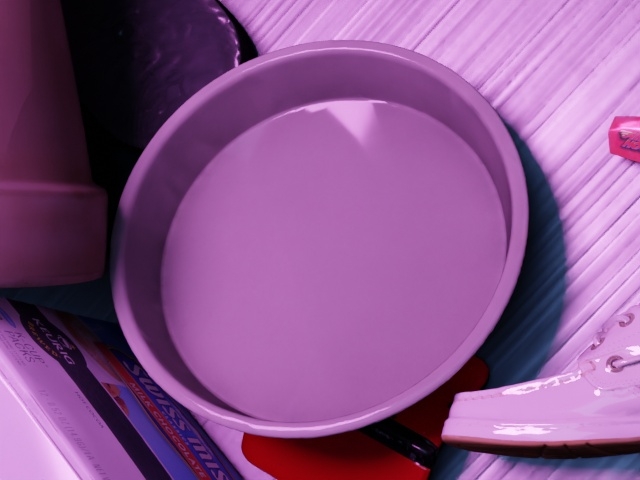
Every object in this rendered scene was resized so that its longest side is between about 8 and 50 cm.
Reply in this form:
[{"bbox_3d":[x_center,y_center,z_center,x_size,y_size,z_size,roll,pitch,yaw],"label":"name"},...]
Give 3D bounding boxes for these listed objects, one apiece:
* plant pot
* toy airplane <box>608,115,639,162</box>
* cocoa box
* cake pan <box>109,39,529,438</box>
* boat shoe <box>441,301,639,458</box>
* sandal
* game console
[{"bbox_3d":[-0.302,-0.123,0.956,0.323,0.323,0.280,5,93,22],"label":"plant pot"},{"bbox_3d":[0.259,-0.032,0.911,0.151,0.028,0.151,-4,79,22],"label":"toy airplane"},{"bbox_3d":[-0.242,0.238,0.952,0.347,0.228,0.231,-46,68,9],"label":"cocoa box"},{"bbox_3d":[0.000,0.000,0.961,0.293,0.054,0.293,-7,65,14],"label":"cake pan"},{"bbox_3d":[0.211,0.083,0.877,0.277,0.098,0.096,-7,77,11],"label":"boat shoe"},{"bbox_3d":[-0.229,-0.241,1.098,0.446,0.107,0.167,40,97,22],"label":"sandal"},{"bbox_3d":[0.030,0.120,0.983,0.144,0.085,0.124,27,60,23],"label":"game console"}]
